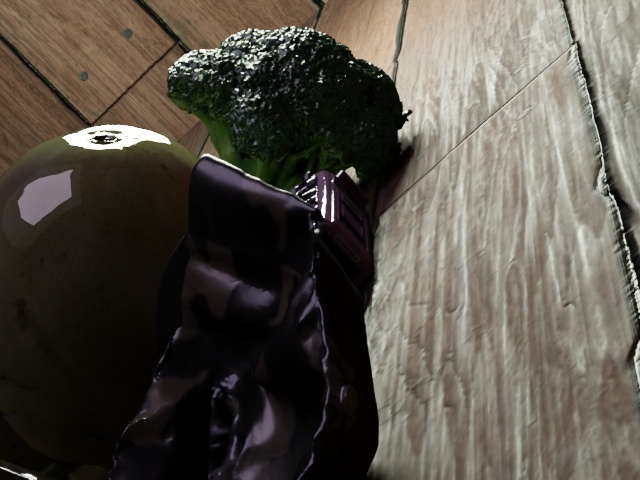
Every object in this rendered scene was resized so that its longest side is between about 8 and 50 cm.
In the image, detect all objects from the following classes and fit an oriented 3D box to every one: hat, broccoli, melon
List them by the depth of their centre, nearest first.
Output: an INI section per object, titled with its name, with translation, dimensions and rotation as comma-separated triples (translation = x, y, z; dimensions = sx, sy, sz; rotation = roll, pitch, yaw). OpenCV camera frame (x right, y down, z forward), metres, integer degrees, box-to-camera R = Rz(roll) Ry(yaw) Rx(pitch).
[hat]
translation = -0.070, 0.155, 1.303
dimensions = 0.381, 0.257, 0.366
rotation = 70, -143, -65
[melon]
translation = -0.192, 0.058, 1.619
dimensions = 0.269, 0.330, 0.268
rotation = -1, 25, 0
[broccoli]
translation = -0.050, -0.108, 1.942
dimensions = 0.269, 0.269, 0.254
rotation = -41, 7, 18

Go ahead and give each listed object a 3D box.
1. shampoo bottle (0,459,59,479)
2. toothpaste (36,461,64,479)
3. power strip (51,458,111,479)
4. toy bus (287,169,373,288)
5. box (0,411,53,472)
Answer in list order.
[shampoo bottle]
translation = -0.267, 0.319, 1.194
dimensions = 0.125, 0.084, 0.350
rotation = 162, 129, -77
[toothpaste]
translation = -0.349, 0.317, 1.877
dimensions = 0.248, 0.047, 0.078
rotation = -47, -2, -17
[power strip]
translation = -0.200, 0.157, 1.864
dimensions = 0.105, 0.070, 0.256
rotation = -38, 15, 22
[toy bus]
translation = 0.000, 0.000, 1.676
dimensions = 0.098, 0.087, 0.178
rotation = -40, 15, 12
[box]
translation = -0.386, 0.138, 1.909
dimensions = 0.190, 0.225, 0.297
rotation = -46, -20, -27
